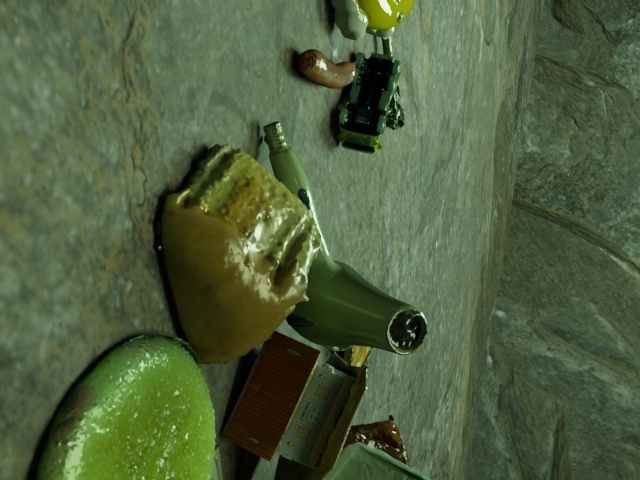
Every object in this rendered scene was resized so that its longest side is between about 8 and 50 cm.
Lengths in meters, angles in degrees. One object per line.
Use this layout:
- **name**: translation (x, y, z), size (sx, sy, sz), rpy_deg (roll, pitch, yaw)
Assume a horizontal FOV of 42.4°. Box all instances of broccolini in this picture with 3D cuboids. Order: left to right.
- **broccolini**: translation (0.109, -0.304, 1.442), size (0.058, 0.071, 0.254), rpy_deg (-28, 130, -12)

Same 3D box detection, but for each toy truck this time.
- **toy truck**: translation (0.079, -0.216, 1.321), size (0.100, 0.077, 0.168), rpy_deg (89, 14, -63)

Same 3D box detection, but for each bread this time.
- **bread**: translation (-0.179, 0.242, 0.831), size (0.301, 0.045, 0.301), rpy_deg (5, 90, -69)
- **bread**: translation (-0.071, 0.031, 0.925), size (0.174, 0.133, 0.251), rpy_deg (-62, 152, -46)

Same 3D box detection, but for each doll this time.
- **doll**: translation (0.092, -0.423, 1.222), size (0.237, 0.111, 0.252), rpy_deg (-32, 131, -45)

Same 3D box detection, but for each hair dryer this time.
- **hair dryer**: translation (0.022, 0.031, 1.004), size (0.119, 0.296, 0.298), rpy_deg (-25, 125, -22)

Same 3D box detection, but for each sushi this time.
- **sushi**: translation (0.071, 0.407, 1.464), size (0.296, 0.179, 0.166), rpy_deg (76, 2, -78)

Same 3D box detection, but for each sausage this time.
- **sausage**: translation (0.011, -0.241, 1.169), size (0.177, 0.041, 0.047), rpy_deg (-10, 102, -69)

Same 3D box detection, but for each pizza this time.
- **pizza**: translation (0.057, 0.161, 1.448), size (0.185, 0.052, 0.195), rpy_deg (-63, 158, -25)

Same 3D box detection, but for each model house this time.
- **model house**: translation (-0.059, 0.230, 1.102), size (0.219, 0.136, 0.207), rpy_deg (-63, -163, -8)

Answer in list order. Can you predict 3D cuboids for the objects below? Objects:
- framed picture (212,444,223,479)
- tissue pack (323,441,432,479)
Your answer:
- **framed picture**: translation (-0.154, 0.375, 1.014), size (0.150, 0.015, 0.203), rpy_deg (-51, 144, -55)
- **tissue pack**: translation (0.023, 0.525, 1.147), size (0.332, 0.205, 0.404), rpy_deg (-45, 149, -33)
